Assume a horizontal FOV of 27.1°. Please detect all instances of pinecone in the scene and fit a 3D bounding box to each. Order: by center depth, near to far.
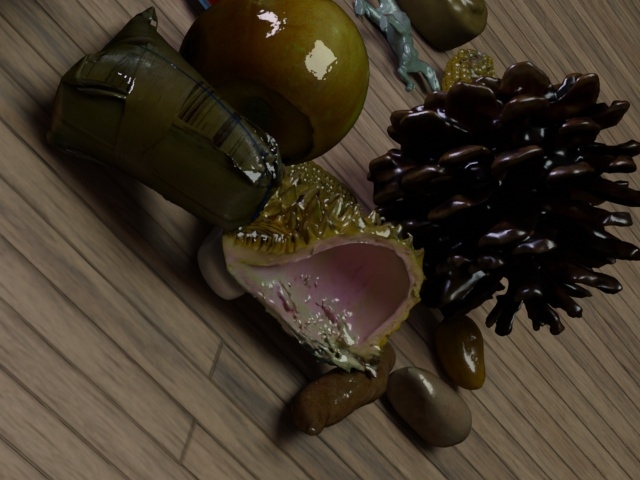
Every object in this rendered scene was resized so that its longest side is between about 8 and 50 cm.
[{"bbox_3d":[0.272,-0.048,1.831,0.397,0.397,0.398,37,39,-37],"label":"pinecone"}]

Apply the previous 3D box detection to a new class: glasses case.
[{"bbox_3d":[-0.089,0.002,1.581,0.076,0.049,0.197,56,31,-14],"label":"glasses case"}]

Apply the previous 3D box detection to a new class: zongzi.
[{"bbox_3d":[-0.141,-0.147,1.483,0.260,0.123,0.289,28,31,1],"label":"zongzi"}]

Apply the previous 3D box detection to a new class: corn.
[{"bbox_3d":[0.246,-0.202,2.216,0.097,0.097,0.320,39,40,-34],"label":"corn"}]

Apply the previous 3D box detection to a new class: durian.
[{"bbox_3d":[-0.012,-0.002,1.568,0.305,0.185,0.196,32,20,-33],"label":"durian"}]

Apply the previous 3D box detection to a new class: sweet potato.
[{"bbox_3d":[0.022,0.185,1.592,0.067,0.059,0.281,23,23,20],"label":"sweet potato"}]

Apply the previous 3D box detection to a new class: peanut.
[{"bbox_3d":[0.141,0.216,1.738,0.152,0.076,0.076,44,35,-29],"label":"peanut"}]

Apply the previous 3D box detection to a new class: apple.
[{"bbox_3d":[-0.057,-0.198,1.609,0.237,0.237,0.207,47,30,-25],"label":"apple"}]

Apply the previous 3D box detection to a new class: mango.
[{"bbox_3d":[0.201,0.159,1.889,0.080,0.060,0.114,7,64,-52],"label":"mango"}]

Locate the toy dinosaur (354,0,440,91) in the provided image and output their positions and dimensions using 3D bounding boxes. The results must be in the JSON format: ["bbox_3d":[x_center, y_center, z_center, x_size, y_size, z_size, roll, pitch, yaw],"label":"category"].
[{"bbox_3d":[0.120,-0.361,2.187,0.167,0.053,0.242,1,65,-58],"label":"toy dinosaur"}]

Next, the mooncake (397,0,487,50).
[{"bbox_3d":[0.206,-0.465,2.344,0.235,0.117,0.235,37,41,-40],"label":"mooncake"}]

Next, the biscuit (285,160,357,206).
[{"bbox_3d":[0.000,0.000,1.741,0.172,0.029,0.255,33,41,-40],"label":"biscuit"}]

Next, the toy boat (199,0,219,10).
[{"bbox_3d":[-0.134,-0.308,1.752,0.173,0.058,0.069,56,30,1],"label":"toy boat"}]
